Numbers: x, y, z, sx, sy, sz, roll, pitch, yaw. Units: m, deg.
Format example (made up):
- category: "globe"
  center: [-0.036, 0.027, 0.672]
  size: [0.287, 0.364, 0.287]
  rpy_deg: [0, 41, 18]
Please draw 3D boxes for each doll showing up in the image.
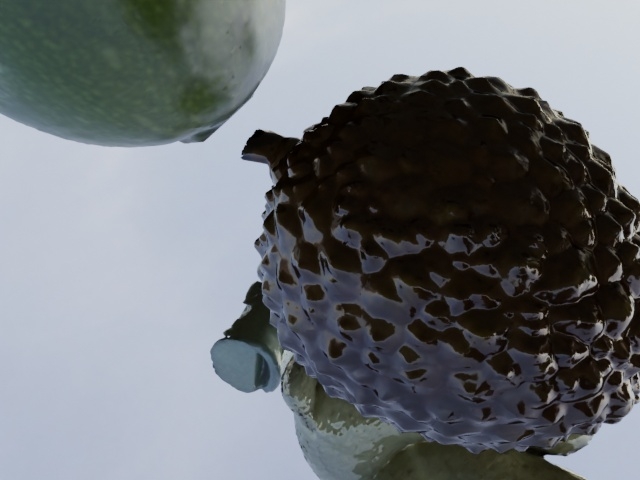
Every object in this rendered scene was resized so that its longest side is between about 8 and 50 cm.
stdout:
- category: "doll"
  center: [0.098, 0.173, 0.989]
  size: [0.278, 0.149, 0.175]
  rpy_deg: [46, -134, 15]

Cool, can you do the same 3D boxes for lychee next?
- category: "lychee"
  center: [0.062, 0.005, 0.686]
  size: [0.238, 0.200, 0.200]
  rpy_deg: [35, -142, 18]

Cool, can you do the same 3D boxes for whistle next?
- category: "whistle"
  center: [-0.001, 0.000, 1.171]
  size: [0.134, 0.142, 0.346]
  rpy_deg: [37, -139, -4]

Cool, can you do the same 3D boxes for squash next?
- category: "squash"
  center: [-0.143, -0.192, 0.822]
  size: [0.310, 0.309, 0.310]
  rpy_deg: [-39, -167, 11]
